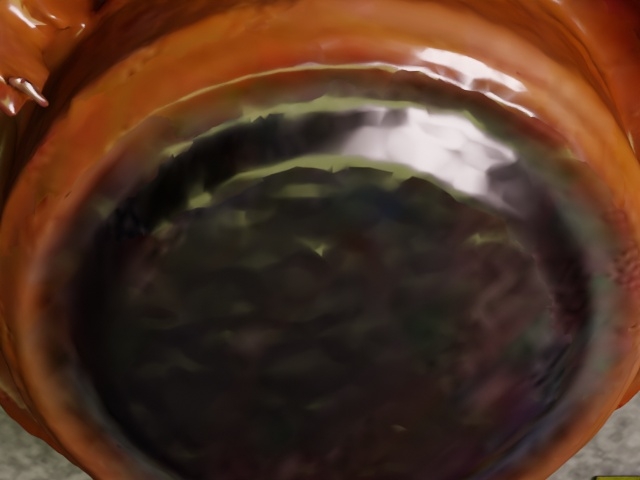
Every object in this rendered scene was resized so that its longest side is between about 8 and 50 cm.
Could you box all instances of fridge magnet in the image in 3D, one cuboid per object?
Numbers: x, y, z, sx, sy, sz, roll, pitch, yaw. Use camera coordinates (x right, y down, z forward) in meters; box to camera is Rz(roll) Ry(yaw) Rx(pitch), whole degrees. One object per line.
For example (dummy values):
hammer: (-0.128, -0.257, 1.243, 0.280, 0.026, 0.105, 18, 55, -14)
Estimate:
fridge magnet: (0.000, 0.000, 0.614, 0.364, 0.155, 0.363, -1, 124, -2)

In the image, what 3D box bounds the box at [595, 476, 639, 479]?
box: (0.232, 0.223, 0.740, 0.141, 0.220, 0.064, 1, 124, -5)
